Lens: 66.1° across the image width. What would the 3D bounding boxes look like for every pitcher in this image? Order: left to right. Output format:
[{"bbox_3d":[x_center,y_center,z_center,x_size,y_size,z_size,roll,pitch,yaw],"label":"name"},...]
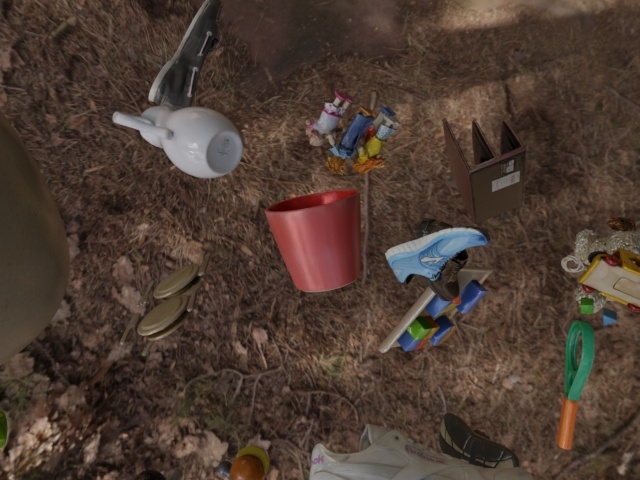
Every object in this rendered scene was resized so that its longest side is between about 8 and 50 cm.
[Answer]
[{"bbox_3d":[-0.259,-0.191,0.900,0.177,0.207,0.125,-4,115,-51],"label":"pitcher"}]

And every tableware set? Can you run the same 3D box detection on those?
[{"bbox_3d":[-0.232,0.100,0.781,0.128,0.194,0.039,-26,113,7],"label":"tableware set"}]

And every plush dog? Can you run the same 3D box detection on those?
[{"bbox_3d":[0.833,0.063,1.370,0.210,0.225,0.262,4,65,20],"label":"plush dog"}]

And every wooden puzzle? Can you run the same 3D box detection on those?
[{"bbox_3d":[0.361,0.211,1.450,0.348,0.080,0.322,2,129,-52],"label":"wooden puzzle"}]

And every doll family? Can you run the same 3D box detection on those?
[{"bbox_3d":[0.086,-0.230,1.145,0.263,0.118,0.163,1,134,-45],"label":"doll family"}]

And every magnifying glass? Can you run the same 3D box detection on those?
[{"bbox_3d":[0.446,0.254,0.864,0.026,0.092,0.231,8,99,11],"label":"magnifying glass"}]

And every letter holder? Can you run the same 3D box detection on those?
[{"bbox_3d":[0.463,-0.224,1.407,0.152,0.214,0.302,-22,151,9],"label":"letter holder"}]

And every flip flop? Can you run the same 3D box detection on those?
[{"bbox_3d":[0.406,0.533,1.258,0.080,0.277,0.112,17,84,-28],"label":"flip flop"}]

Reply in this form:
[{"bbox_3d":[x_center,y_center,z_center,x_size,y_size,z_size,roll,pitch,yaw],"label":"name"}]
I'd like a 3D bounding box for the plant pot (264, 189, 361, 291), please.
[{"bbox_3d":[0.000,0.000,1.401,0.275,0.275,0.243,-14,103,-11],"label":"plant pot"}]

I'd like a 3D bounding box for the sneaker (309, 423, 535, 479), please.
[{"bbox_3d":[0.131,0.296,0.617,0.305,0.152,0.114,2,138,-18],"label":"sneaker"}]

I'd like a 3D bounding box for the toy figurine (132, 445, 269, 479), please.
[{"bbox_3d":[-0.150,0.385,0.620,0.213,0.209,0.148,-3,136,-10],"label":"toy figurine"}]

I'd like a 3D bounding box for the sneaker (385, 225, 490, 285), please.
[{"bbox_3d":[0.180,0.025,0.738,0.063,0.162,0.073,-2,73,-53],"label":"sneaker"}]

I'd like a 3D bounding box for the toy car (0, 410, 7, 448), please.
[{"bbox_3d":[-0.496,0.179,0.634,0.155,0.149,0.188,4,109,-46],"label":"toy car"}]

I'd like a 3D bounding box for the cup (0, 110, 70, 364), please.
[{"bbox_3d":[-0.356,0.006,0.402,0.331,0.237,0.331,-3,73,10],"label":"cup"}]

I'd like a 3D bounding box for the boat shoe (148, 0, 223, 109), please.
[{"bbox_3d":[-0.296,-0.440,1.179,0.095,0.112,0.335,29,67,-18],"label":"boat shoe"}]

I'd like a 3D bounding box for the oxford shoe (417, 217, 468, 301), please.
[{"bbox_3d":[0.292,0.058,1.129,0.083,0.096,0.227,-43,126,-29],"label":"oxford shoe"}]

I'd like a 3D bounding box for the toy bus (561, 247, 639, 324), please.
[{"bbox_3d":[0.654,0.070,1.073,0.191,0.104,0.202,-16,115,36],"label":"toy bus"}]
